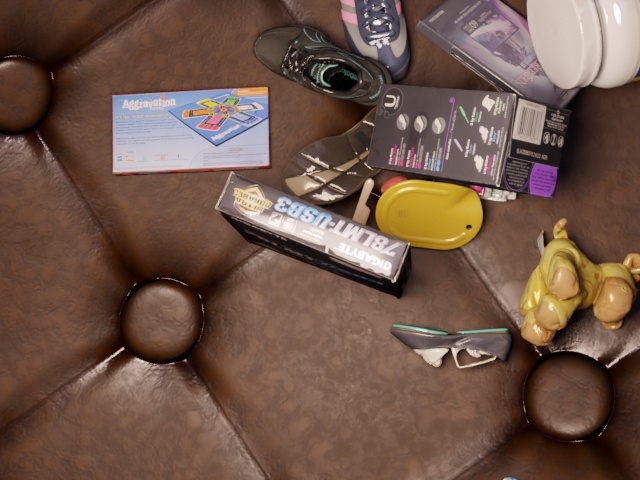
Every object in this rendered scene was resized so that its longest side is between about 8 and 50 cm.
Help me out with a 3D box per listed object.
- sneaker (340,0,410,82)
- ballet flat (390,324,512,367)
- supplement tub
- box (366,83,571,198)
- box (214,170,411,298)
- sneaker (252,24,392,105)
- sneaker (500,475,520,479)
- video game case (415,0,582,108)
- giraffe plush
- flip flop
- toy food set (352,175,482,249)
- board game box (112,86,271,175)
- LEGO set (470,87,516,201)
[{"bbox_3d":[0.080,-0.431,1.779,0.112,0.131,0.319,-16,81,3],"label":"sneaker"},{"bbox_3d":[0.216,0.177,1.717,0.203,0.074,0.074,2,82,3],"label":"ballet flat"},{"bbox_3d":[0.516,-0.375,1.658,0.316,0.228,0.228,-17,81,-9],"label":"supplement tub"},{"bbox_3d":[0.232,-0.161,1.640,0.270,0.165,0.143,13,94,44],"label":"box"},{"bbox_3d":[0.000,0.000,1.646,0.295,0.293,0.073,21,85,7],"label":"box"},{"bbox_3d":[-0.008,-0.306,1.759,0.267,0.106,0.101,21,106,22],"label":"sneaker"},{"bbox_3d":[0.348,0.467,1.666,0.083,0.071,0.191,-43,80,4],"label":"sneaker"},{"bbox_3d":[0.316,-0.321,1.738,0.274,0.026,0.196,38,47,10],"label":"video game case"},{"bbox_3d":[0.435,0.081,1.681,0.170,0.181,0.210,18,50,-3],"label":"giraffe plush"},{"bbox_3d":[0.058,-0.148,1.776,0.277,0.080,0.112,-38,83,-16],"label":"flip flop"},{"bbox_3d":[0.163,-0.060,1.742,0.217,0.071,0.128,8,122,-2],"label":"toy food set"},{"bbox_3d":[-0.229,-0.193,1.828,0.281,0.027,0.145,-2,84,5],"label":"board game box"},{"bbox_3d":[0.321,-0.209,1.739,0.132,0.107,0.287,2,83,5],"label":"LEGO set"}]
